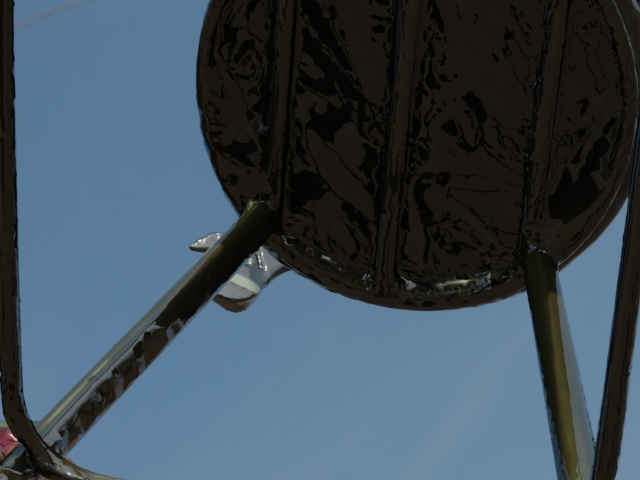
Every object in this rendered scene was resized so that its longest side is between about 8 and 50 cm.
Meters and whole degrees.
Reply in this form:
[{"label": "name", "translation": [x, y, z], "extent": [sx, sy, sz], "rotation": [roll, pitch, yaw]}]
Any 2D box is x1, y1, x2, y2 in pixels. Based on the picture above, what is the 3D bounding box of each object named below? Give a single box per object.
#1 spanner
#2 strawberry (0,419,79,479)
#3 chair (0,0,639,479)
[{"label": "spanner", "translation": [0.000, 0.000, 1.556], "extent": [0.316, 0.087, 0.024], "rotation": [-18, -28, -37]}, {"label": "strawberry", "translation": [-0.263, 0.271, 1.077], "extent": [0.291, 0.292, 0.310], "rotation": [-17, -69, -9]}, {"label": "chair", "translation": [0.017, -0.040, 0.812], "extent": [0.362, 0.410, 0.365], "rotation": [7, -70, 11]}]
